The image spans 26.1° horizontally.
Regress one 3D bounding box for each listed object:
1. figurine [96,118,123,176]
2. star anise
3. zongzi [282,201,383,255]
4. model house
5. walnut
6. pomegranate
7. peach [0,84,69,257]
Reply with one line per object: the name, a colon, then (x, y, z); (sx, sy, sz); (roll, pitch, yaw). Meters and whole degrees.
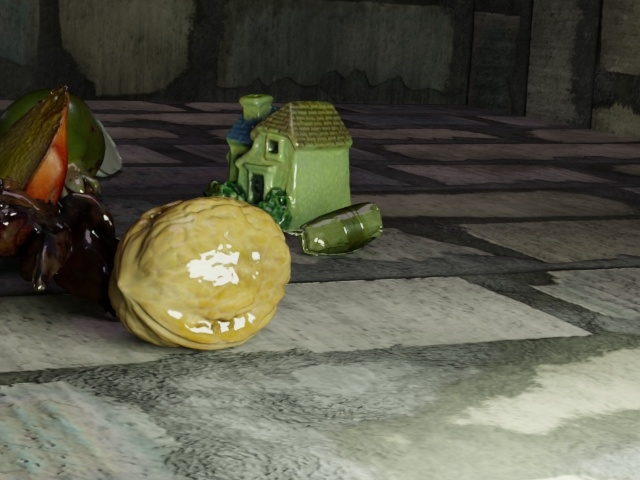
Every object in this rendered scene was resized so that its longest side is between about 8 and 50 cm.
figurine: (-0.463, -0.153, 2.442); (0.141, 0.167, 0.250); (-31, -23, 9)
star anise: (-0.286, -0.016, 1.473); (0.272, 0.102, 0.272); (32, 8, -5)
zongzi: (0.000, 0.000, 1.867); (0.154, 0.062, 0.130); (-18, -4, -19)
model house: (-0.075, -0.121, 2.073); (0.195, 0.189, 0.214); (-4, 14, -44)
walnut: (-0.120, 0.032, 1.339); (0.184, 0.155, 0.155); (-5, 13, -39)
pomegranate: (-0.418, -0.139, 2.136); (0.179, 0.179, 0.210); (0, 23, -17)
peach: (-0.375, -0.069, 1.708); (0.189, 0.279, 0.068); (9, -31, 49)
